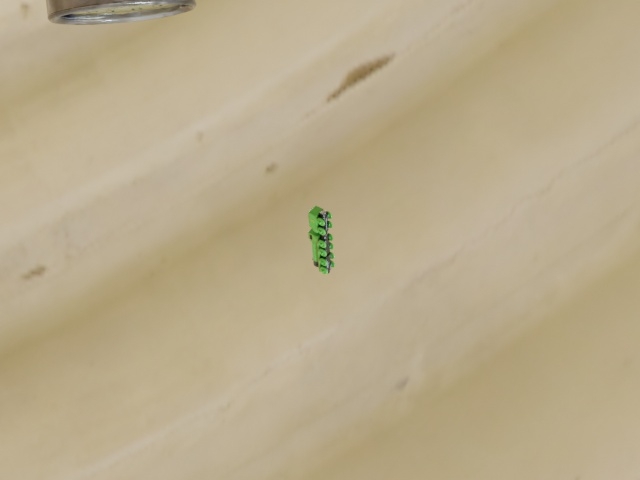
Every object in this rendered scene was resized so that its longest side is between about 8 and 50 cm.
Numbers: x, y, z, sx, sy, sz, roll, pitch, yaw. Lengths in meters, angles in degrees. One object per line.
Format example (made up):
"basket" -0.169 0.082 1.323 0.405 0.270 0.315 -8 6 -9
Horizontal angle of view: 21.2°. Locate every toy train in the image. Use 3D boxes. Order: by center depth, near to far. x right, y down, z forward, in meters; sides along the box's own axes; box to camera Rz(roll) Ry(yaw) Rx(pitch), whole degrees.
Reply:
"toy train" 0.000 0.000 1.678 0.023 0.083 0.017 26 -129 27

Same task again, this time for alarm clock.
"alarm clock" -0.178 -0.222 1.465 0.129 0.064 0.192 -6 -175 10
